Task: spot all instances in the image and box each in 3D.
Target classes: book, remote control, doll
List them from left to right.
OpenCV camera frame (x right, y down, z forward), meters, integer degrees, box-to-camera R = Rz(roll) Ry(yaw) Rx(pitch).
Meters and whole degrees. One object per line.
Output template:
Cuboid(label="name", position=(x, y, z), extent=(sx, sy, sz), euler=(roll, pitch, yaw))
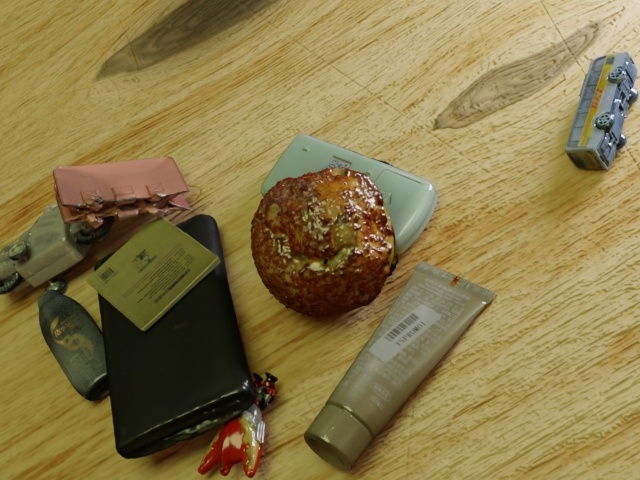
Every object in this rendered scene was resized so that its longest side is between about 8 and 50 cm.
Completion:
Cuboid(label="book", position=(-0.273, 0.049, 1.976), extent=(0.168, 0.013, 0.192), euler=(-43, 43, -13))
Cuboid(label="doll", position=(-0.110, 0.275, 1.815), extent=(0.109, 0.057, 0.169), euler=(-6, 44, 39))
Cuboid(label="remote control", position=(0.047, -0.077, 1.971), extent=(0.296, 0.056, 0.140), euler=(23, 74, 34))

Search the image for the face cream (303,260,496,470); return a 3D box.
Cuboid(label="face cream", position=(0.107, 0.175, 1.771), extent=(0.137, 0.084, 0.341), euler=(24, 63, 33))

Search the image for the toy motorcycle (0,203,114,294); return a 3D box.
Cuboid(label="toy motorcycle", position=(-0.467, -0.004, 2.145), extent=(0.260, 0.110, 0.171), euler=(-29, 35, 14))

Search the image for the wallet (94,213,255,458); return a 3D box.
Cuboid(label="wallet", position=(-0.237, 0.140, 1.928), extent=(0.228, 0.062, 0.406), euler=(-26, 43, 8))

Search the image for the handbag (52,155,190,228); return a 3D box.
Cuboid(label="handbag", position=(-0.338, -0.082, 2.070), extent=(0.213, 0.059, 0.157), euler=(-7, 28, -17))

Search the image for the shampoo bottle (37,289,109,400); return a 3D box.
Cuboid(label="shampoo bottle", position=(-0.404, 0.166, 2.026), extent=(0.087, 0.049, 0.233), euler=(-38, 51, -5))

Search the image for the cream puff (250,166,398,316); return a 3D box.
Cuboid(label="cream puff", position=(0.000, 0.001, 1.845), extent=(0.240, 0.164, 0.240), euler=(-6, 77, 26))

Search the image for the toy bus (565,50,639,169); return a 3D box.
Cuboid(label="toy bus", position=(0.432, -0.197, 1.870), extent=(0.075, 0.064, 0.190), euler=(-2, 57, 38))
